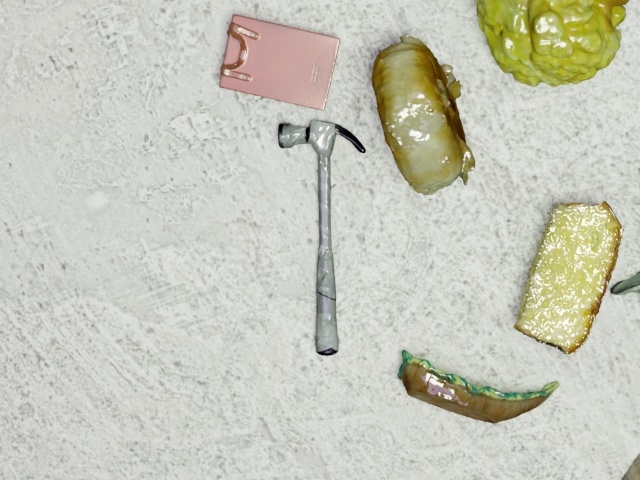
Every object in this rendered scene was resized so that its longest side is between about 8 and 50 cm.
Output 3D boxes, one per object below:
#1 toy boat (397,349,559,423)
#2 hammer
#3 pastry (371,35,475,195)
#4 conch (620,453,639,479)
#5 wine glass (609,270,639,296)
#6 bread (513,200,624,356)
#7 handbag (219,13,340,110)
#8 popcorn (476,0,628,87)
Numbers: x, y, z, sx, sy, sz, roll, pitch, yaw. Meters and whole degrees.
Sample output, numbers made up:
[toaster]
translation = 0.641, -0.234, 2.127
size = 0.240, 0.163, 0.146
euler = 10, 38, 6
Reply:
[toy boat]
translation = 0.278, 0.268, 1.544
size = 0.293, 0.108, 0.099
euler = 13, 70, -3
[hammer]
translation = 0.000, 0.000, 1.548
size = 0.152, 0.044, 0.426
euler = 2, 102, 4
[pastry]
translation = 0.167, -0.203, 1.393
size = 0.121, 0.236, 0.257
euler = -17, 100, 17
[conch]
translation = 0.672, 0.488, 1.500
size = 0.352, 0.210, 0.297
euler = -22, 83, 7
[wine glass]
translation = 0.581, 0.141, 1.484
size = 0.122, 0.122, 0.182
euler = -28, 91, 10
[bread]
translation = 0.418, 0.052, 1.470
size = 0.129, 0.134, 0.260
euler = 18, 97, 13
[handbag]
translation = -0.071, -0.304, 1.486
size = 0.190, 0.063, 0.127
euler = 14, 102, 0
[popcorn]
translation = 0.363, -0.375, 1.363
size = 0.237, 0.206, 0.251
euler = 13, 84, 19
